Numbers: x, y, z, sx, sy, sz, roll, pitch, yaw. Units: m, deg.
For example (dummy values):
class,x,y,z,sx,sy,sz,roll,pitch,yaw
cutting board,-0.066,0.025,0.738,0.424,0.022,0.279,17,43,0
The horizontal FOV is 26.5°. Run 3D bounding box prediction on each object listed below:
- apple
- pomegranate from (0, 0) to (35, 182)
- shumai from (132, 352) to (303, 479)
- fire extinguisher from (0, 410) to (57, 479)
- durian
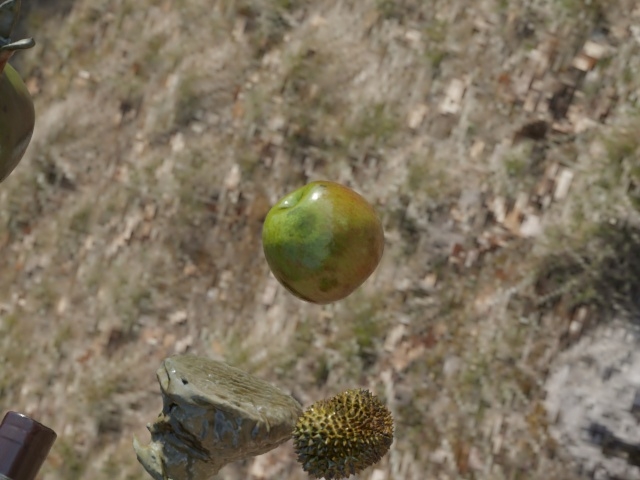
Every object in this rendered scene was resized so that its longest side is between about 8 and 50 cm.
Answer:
class,x,y,z,sx,sy,sz,roll,pitch,yaw
apple,0.000,0.000,2.140,0.196,0.196,0.196,-163,90,-70
pomegranate,-0.375,-0.155,1.418,0.224,0.181,0.181,-51,28,30
shumai,-0.196,0.374,2.497,0.267,0.314,0.262,38,107,49
fire extinguisher,-0.397,0.334,1.676,0.071,0.099,0.231,2,62,44
durian,0.031,0.292,2.028,0.168,0.137,0.158,-13,23,28
